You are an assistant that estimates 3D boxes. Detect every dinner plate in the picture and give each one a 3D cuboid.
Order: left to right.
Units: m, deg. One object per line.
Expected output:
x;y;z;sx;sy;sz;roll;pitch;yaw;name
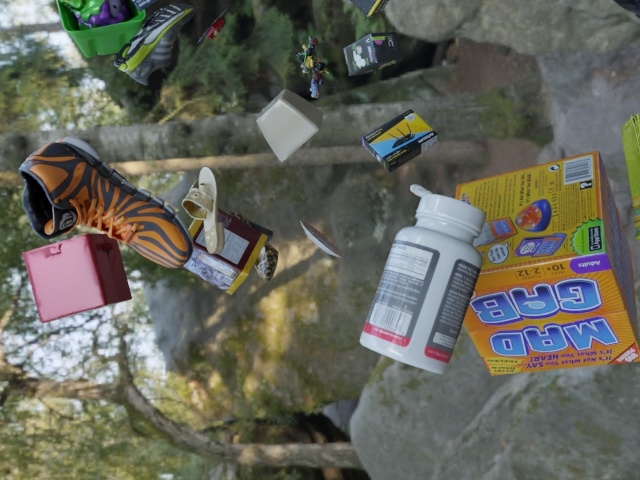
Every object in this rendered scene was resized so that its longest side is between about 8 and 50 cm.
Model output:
0.000;0.000;1.709;0.017;0.141;0.141;-48;6;7;dinner plate

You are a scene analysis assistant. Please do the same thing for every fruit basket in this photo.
-0.704;-0.790;2.049;0.392;0.283;0.392;165;90;-75;fruit basket

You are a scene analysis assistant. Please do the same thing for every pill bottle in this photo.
0.207;0.079;1.310;0.176;0.176;0.319;59;-130;-83;pill bottle

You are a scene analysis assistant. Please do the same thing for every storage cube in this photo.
-0.641;0.097;1.811;0.183;0.215;0.193;-2;-103;-84;storage cube

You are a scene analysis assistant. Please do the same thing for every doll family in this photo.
-0.020;-0.525;2.049;0.111;0.076;0.193;118;129;-71;doll family

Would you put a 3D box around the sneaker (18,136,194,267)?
-0.382;-0.033;1.170;0.124;0.321;0.180;-52;3;32;sneaker

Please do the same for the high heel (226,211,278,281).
-0.227;0.018;2.081;0.093;0.186;0.261;-51;29;26;high heel

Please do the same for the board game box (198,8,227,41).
-0.352;-0.716;2.293;0.033;0.133;0.169;40;-156;-16;board game box

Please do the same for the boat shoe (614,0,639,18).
0.663;-0.590;1.301;0.341;0.158;0.127;-62;31;3;boat shoe

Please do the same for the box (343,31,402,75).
0.091;-0.326;1.188;0.083;0.062;0.052;-7;97;58;box

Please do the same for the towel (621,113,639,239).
0.620;-0.120;1.329;0.102;0.021;0.237;53;-148;-80;towel

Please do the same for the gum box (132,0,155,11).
-0.432;-0.681;1.650;0.184;0.157;0.041;55;175;-19;gum box

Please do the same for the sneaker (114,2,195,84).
-0.494;-0.607;2.088;0.111;0.300;0.121;39;173;42;sneaker

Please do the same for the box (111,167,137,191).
-0.497;-0.111;1.570;0.136;0.225;0.036;52;-134;-51;box

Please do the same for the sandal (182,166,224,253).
-0.291;-0.081;1.630;0.088;0.079;0.240;-42;54;45;sandal

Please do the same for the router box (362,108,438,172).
0.230;-0.290;1.971;0.133;0.179;0.046;50;164;30;router box

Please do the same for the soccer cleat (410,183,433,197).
0.275;-0.124;1.792;0.029;0.083;0.035;-62;20;-2;soccer cleat

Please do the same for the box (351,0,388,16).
0.094;-0.778;1.731;0.079;0.322;0.257;-35;-12;-48;box

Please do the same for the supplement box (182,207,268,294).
-0.278;0.025;1.856;0.129;0.194;0.191;-64;10;-28;supplement box

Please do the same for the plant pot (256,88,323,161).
-0.068;-0.246;1.394;0.096;0.109;0.109;45;-157;-18;plant pot

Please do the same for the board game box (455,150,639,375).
0.541;0.064;1.648;0.356;0.356;0.356;57;-145;-32;board game box
